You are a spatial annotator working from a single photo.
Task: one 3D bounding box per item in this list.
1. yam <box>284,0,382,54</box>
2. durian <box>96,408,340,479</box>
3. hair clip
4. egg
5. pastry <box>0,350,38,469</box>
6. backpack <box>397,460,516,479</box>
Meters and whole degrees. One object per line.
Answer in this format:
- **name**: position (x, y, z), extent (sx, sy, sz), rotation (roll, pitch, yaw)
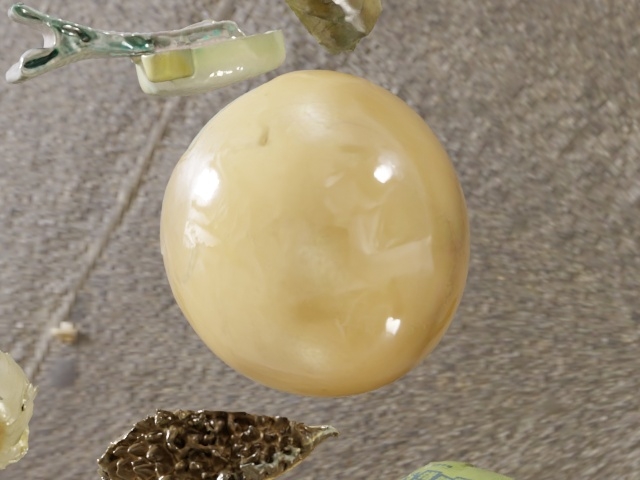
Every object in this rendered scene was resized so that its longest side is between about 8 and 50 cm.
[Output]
- **yam**: position (-0.052, -0.253, 1.104), extent (0.067, 0.317, 0.071), rotation (-10, 49, 34)
- **durian**: position (-0.055, 0.114, 0.779), extent (0.130, 0.066, 0.052), rotation (-16, 63, 12)
- **hair clip**: position (-0.126, -0.145, 1.188), extent (0.218, 0.159, 0.071), rotation (-3, 97, -22)
- **egg**: position (0.000, 0.000, 1.000), extent (0.201, 0.201, 0.244), rotation (-44, 32, 10)
- **pastry**: position (-0.387, 0.180, 1.667), extent (0.166, 0.166, 0.088), rotation (-21, 40, 15)
- **backpack**: position (0.063, 0.282, 1.259), extent (0.207, 0.253, 0.140), rotation (0, 119, 50)
